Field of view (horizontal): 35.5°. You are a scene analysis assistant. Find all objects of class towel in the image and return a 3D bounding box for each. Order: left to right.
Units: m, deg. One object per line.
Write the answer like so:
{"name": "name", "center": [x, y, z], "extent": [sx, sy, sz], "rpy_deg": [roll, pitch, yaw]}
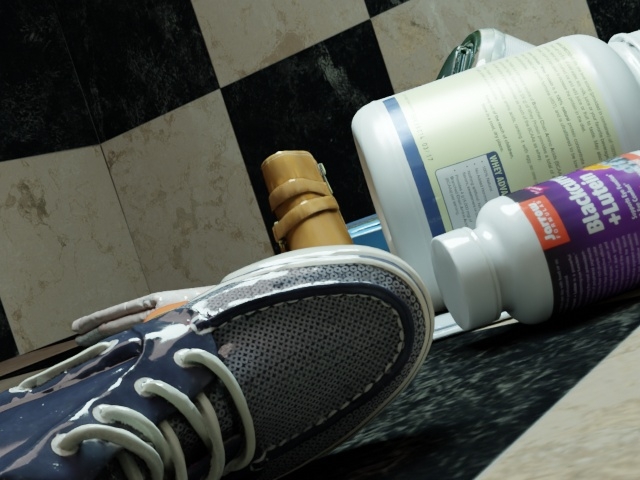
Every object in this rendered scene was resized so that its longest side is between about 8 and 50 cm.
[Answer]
{"name": "towel", "center": [-0.211, 0.118, 1.702], "extent": [0.331, 0.054, 0.317], "rpy_deg": [-7, -8, -41]}

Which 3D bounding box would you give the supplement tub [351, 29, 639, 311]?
{"name": "supplement tub", "center": [0.217, -0.078, 1.061], "extent": [0.324, 0.236, 0.235], "rpy_deg": [-18, 2, 2]}

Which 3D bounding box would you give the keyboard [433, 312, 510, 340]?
{"name": "keyboard", "center": [0.114, 0.080, 0.917], "extent": [0.255, 0.014, 0.072], "rpy_deg": [-19, 7, 9]}

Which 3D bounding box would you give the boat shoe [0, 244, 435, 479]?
{"name": "boat shoe", "center": [-0.082, 0.109, 0.523], "extent": [0.340, 0.127, 0.158], "rpy_deg": [-26, 9, -4]}

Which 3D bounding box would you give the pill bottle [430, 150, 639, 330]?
{"name": "pill bottle", "center": [0.193, 0.005, 0.812], "extent": [0.193, 0.108, 0.108], "rpy_deg": [-19, 2, -9]}

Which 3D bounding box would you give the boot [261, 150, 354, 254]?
{"name": "boot", "center": [0.000, 0.000, 1.132], "extent": [0.109, 0.220, 0.283], "rpy_deg": [-18, 2, 4]}

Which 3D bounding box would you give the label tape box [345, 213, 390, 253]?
{"name": "label tape box", "center": [0.115, 0.012, 1.465], "extent": [0.249, 0.115, 0.348], "rpy_deg": [-18, 4, 7]}

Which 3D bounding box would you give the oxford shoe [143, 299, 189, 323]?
{"name": "oxford shoe", "center": [-0.134, 0.116, 1.434], "extent": [0.271, 0.097, 0.098], "rpy_deg": [-25, 18, 8]}

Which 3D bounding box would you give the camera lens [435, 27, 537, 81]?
{"name": "camera lens", "center": [0.292, -0.159, 1.419], "extent": [0.274, 0.220, 0.219], "rpy_deg": [21, -3, -7]}
